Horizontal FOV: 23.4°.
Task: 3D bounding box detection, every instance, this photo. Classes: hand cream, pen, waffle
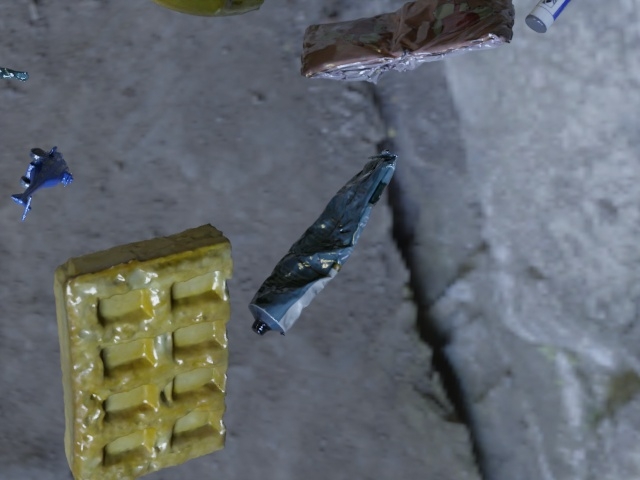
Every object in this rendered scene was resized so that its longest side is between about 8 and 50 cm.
[{"bbox_3d":[0.000,0.000,1.696,0.052,0.075,0.248,41,79,-36],"label":"hand cream"},{"bbox_3d":[0.273,-0.284,1.535,0.204,0.025,0.025,-49,118,-14],"label":"pen"},{"bbox_3d":[-0.173,0.115,1.515,0.168,0.057,0.274,-15,129,-24],"label":"waffle"}]

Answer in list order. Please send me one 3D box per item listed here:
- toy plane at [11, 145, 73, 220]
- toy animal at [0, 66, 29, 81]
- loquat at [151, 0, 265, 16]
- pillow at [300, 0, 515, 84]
[{"bbox_3d":[-0.355,-0.076,1.969,0.062,0.167,0.054,25,116,0],"label":"toy plane"},{"bbox_3d":[-0.389,-0.309,1.786,0.070,0.079,0.253,-31,122,-73],"label":"toy animal"},{"bbox_3d":[-0.153,-0.375,1.821,0.213,0.246,0.213,-36,153,-22],"label":"loquat"},{"bbox_3d":[0.101,-0.231,1.772,0.135,0.248,0.049,-85,161,-59],"label":"pillow"}]
